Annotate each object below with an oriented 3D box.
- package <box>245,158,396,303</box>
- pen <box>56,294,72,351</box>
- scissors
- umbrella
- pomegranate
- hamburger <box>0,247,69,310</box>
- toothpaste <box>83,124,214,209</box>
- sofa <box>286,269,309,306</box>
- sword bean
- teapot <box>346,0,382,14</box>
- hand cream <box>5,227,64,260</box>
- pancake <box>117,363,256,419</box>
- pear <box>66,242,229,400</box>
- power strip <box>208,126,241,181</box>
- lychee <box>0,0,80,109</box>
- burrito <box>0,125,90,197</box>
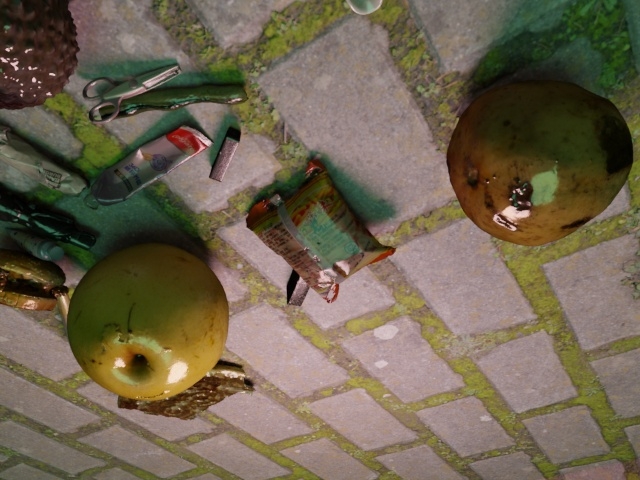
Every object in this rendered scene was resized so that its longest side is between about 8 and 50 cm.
[{"bbox_3d":[0.005,-0.004,1.027,0.223,0.108,0.288,-38,113,23],"label":"package"},{"bbox_3d":[-0.664,0.220,1.289,0.040,0.032,0.233,18,126,14],"label":"pen"},{"bbox_3d":[-0.321,-0.261,0.838,0.176,0.085,0.022,-21,166,3],"label":"scissors"},{"bbox_3d":[-0.597,-0.042,1.041,0.236,0.059,0.066,29,147,-27],"label":"umbrella"},{"bbox_3d":[0.351,-0.132,0.809,0.282,0.281,0.281,0,133,0],"label":"pomegranate"},{"bbox_3d":[-0.659,0.087,1.089,0.191,0.117,0.182,27,172,-31],"label":"hamburger"},{"bbox_3d":[-0.350,-0.138,0.957,0.301,0.048,0.075,-26,124,20],"label":"toothpaste"},{"bbox_3d":[-0.049,0.099,1.166,0.039,0.060,0.117,8,133,-18],"label":"sofa"},{"bbox_3d":[-0.261,-0.244,0.860,0.270,0.038,0.043,-5,139,4],"label":"sword bean"},{"bbox_3d":[0.010,-0.442,0.604,0.205,0.139,0.298,-19,131,21],"label":"teapot"},{"bbox_3d":[-0.623,0.010,1.068,0.171,0.043,0.064,14,139,31],"label":"hand cream"},{"bbox_3d":[-0.413,0.462,1.524,0.427,0.066,0.305,-29,134,24],"label":"pancake"},{"bbox_3d":[-0.370,0.174,1.070,0.349,0.348,0.348,0,133,0],"label":"pear"},{"bbox_3d":[-0.182,-0.163,0.936,0.030,0.037,0.111,19,131,-19],"label":"power strip"},{"bbox_3d":[-0.486,-0.304,0.656,0.301,0.299,0.299,0,133,0],"label":"lychee"},{"bbox_3d":[-0.544,-0.146,0.940,0.064,0.064,0.203,-34,125,28],"label":"burrito"}]
